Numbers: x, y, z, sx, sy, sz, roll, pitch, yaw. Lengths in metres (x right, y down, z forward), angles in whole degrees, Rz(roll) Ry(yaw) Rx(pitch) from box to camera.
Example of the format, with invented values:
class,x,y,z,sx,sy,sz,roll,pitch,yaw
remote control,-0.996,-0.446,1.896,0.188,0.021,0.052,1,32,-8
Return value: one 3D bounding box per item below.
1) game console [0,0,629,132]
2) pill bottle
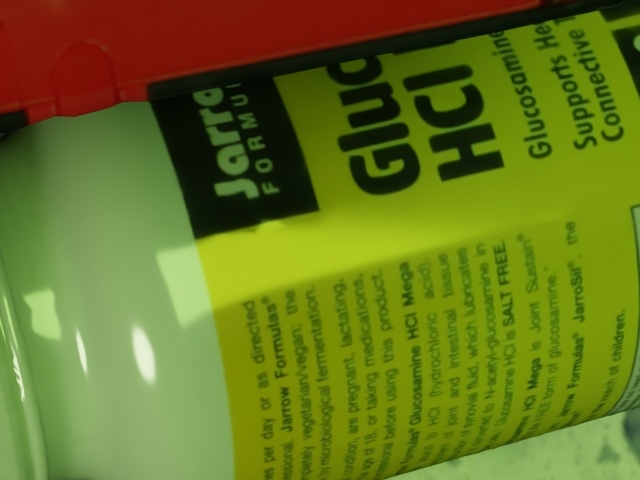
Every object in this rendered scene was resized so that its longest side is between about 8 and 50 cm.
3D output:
class,x,y,z,sx,sy,sz,roll,pitch,yaw
game console,-0.102,-0.085,0.599,0.342,0.386,0.060,-12,102,-15
pill bottle,0.000,0.000,0.718,0.334,0.188,0.188,-14,90,-15
